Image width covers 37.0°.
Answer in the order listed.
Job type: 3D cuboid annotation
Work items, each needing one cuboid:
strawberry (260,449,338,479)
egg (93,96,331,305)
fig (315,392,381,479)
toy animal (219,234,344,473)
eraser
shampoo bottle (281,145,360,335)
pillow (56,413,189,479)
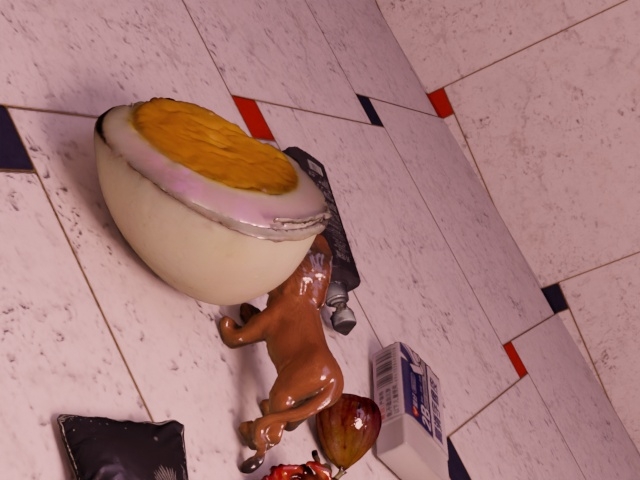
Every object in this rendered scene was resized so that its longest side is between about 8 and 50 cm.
[{"bbox_3d":[-0.029,0.322,1.011,0.167,0.087,0.208,42,26,23],"label":"strawberry"},{"bbox_3d":[-0.148,-0.035,1.111,0.286,0.174,0.264,31,23,0],"label":"egg"},{"bbox_3d":[0.032,0.261,1.235,0.089,0.089,0.125,34,58,-47],"label":"fig"},{"bbox_3d":[-0.034,0.119,1.155,0.097,0.157,0.312,35,31,-44],"label":"toy animal"},{"bbox_3d":[0.135,0.267,1.444,0.124,0.068,0.210,49,24,-29],"label":"eraser"},{"bbox_3d":[0.000,0.000,1.492,0.098,0.071,0.309,31,35,-52],"label":"shampoo bottle"},{"bbox_3d":[-0.159,0.252,0.853,0.141,0.055,0.208,17,45,-46],"label":"pillow"}]
